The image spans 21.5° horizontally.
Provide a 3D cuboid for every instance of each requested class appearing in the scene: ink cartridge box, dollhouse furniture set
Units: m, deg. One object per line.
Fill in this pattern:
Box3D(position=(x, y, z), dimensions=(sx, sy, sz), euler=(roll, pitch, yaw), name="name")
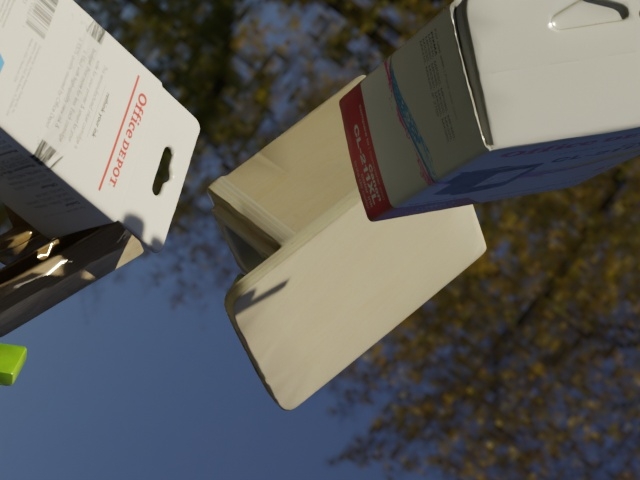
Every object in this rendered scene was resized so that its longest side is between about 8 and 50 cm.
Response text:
Box3D(position=(0.098, -0.067, 0.823), dimensions=(0.175, 0.127, 0.072), euler=(149, -70, -72), name="ink cartridge box")
Box3D(position=(-0.156, -0.074, 0.958), dimensions=(0.060, 0.180, 0.104), euler=(-13, -132, 36), name="ink cartridge box")
Box3D(position=(-0.222, -0.012, 0.996), dimensions=(0.151, 0.123, 0.144), euler=(-8, -161, 46), name="dollhouse furniture set")

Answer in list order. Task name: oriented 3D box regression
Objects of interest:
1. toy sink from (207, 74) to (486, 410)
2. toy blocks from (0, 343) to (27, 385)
Box3D(position=(0.000, 0.000, 1.414), dimensions=(0.234, 0.153, 0.131), euler=(-39, -134, -15), name="toy sink")
Box3D(position=(-0.421, 0.176, 1.283), dimensions=(0.191, 0.381, 0.261), euler=(-85, -177, -70), name="toy blocks")
